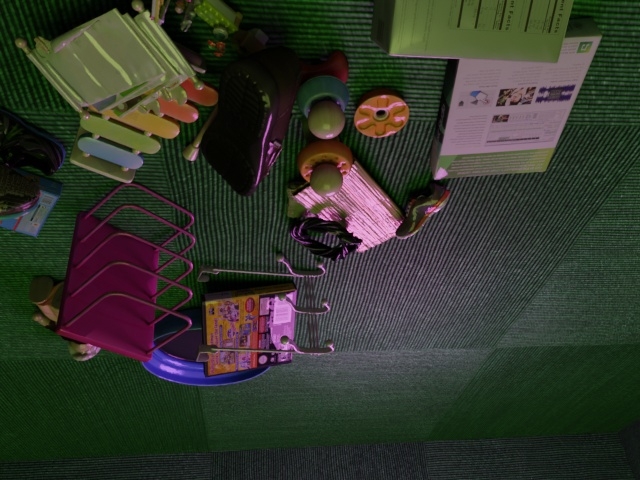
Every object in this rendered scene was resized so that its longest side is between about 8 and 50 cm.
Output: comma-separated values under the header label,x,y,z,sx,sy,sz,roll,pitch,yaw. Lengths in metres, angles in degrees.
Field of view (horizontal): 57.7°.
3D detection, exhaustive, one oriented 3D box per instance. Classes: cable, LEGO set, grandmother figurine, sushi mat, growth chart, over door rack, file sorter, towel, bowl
label,x,y,z,sx,sy,sz,roll,pitch,yaw
cable,0.000,0.000,1.305,0.150,0.047,0.184,21,161,-21
LEGO set,-0.162,-0.319,0.800,0.132,0.107,0.287,10,162,7
grandmother figurine,-0.650,0.223,1.538,0.207,0.104,0.342,23,146,8
sushi mat,0.079,-0.065,1.262,0.151,0.019,0.316,-26,146,19
growth chart,-0.305,-0.252,0.854,0.237,0.021,0.172,-11,133,19
over door rack,-0.137,0.156,1.384,0.324,0.240,0.108,-1,146,-7
file sorter,-0.374,0.056,1.179,0.182,0.291,0.202,-33,136,28
towel,0.000,-0.090,1.244,0.148,0.027,0.110,-5,145,-8
bowl,-0.329,0.320,1.721,0.391,0.077,0.391,-4,143,-3

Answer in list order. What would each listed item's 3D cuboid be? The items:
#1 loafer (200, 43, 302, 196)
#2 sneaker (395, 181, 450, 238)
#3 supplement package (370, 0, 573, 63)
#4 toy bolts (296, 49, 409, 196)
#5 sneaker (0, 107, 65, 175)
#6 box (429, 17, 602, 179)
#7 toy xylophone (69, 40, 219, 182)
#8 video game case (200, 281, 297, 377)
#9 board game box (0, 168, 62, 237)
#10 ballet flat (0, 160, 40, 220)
label,x,y,z,sx,sy,sz,roll,pitch,yaw
loafer,-0.103,-0.191,0.984,0.134,0.130,0.366,47,154,0
sneaker,0.211,-0.071,1.279,0.065,0.061,0.158,37,116,-14
supplement package,0.207,-0.333,0.814,0.244,0.139,0.134,1,118,-7
toy bolts,0.046,-0.195,0.996,0.218,0.159,0.228,-13,143,11
sneaker,-0.544,-0.173,1.016,0.188,0.078,0.067,28,133,-35
box,0.336,-0.243,1.058,0.232,0.058,0.322,-4,143,-2
toy xylophone,-0.284,-0.222,0.982,0.236,0.081,0.323,14,140,-25
video game case,-0.192,0.242,1.558,0.248,0.035,0.275,-6,125,-17
board game box,-0.646,-0.092,1.148,0.211,0.039,0.160,21,136,-32
ballet flat,-0.723,-0.116,0.983,0.482,0.164,0.182,-2,116,13
